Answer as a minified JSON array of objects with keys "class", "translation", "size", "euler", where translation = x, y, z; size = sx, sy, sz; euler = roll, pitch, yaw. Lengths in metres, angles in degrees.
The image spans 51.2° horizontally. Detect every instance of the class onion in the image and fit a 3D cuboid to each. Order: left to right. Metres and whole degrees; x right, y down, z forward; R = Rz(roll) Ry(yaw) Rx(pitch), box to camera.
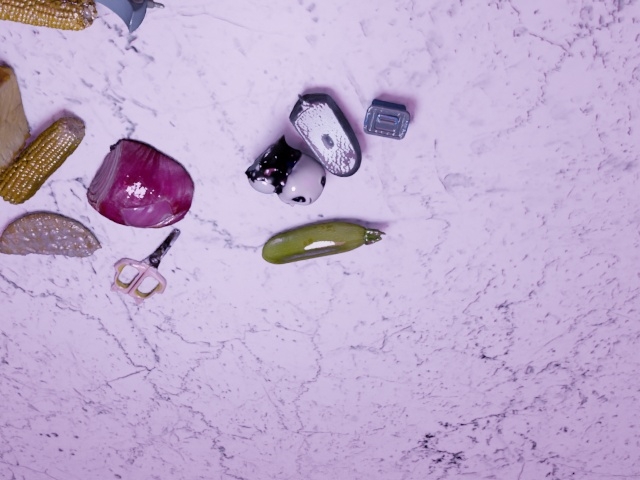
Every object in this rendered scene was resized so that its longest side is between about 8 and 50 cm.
[{"class":"onion","translation":[-0.452,-0.105,1.666],"size":[0.247,0.111,0.250],"euler":[31,123,-16]}]

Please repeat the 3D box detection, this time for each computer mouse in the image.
[{"class":"computer mouse","translation":[0.013,-0.247,1.534],"size":[0.113,0.068,0.229],"euler":[-28,112,16]}]

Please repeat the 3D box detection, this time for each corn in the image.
[{"class":"corn","translation":[-0.612,-0.491,1.376],"size":[0.293,0.106,0.106],"euler":[13,129,-4]},{"class":"corn","translation":[-0.690,-0.190,1.633],"size":[0.319,0.097,0.097],"euler":[-35,118,26]}]

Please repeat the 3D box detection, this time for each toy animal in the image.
[{"class":"toy animal","translation":[-0.073,-0.151,1.562],"size":[0.179,0.166,0.138],"euler":[32,88,-18]}]

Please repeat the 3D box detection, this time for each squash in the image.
[{"class":"squash","translation":[0.000,0.000,1.721],"size":[0.340,0.094,0.094],"euler":[-10,127,16]}]

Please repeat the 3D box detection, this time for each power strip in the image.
[{"class":"power strip","translation":[-0.435,-0.495,1.312],"size":[0.253,0.168,0.054],"euler":[17,135,-13]}]

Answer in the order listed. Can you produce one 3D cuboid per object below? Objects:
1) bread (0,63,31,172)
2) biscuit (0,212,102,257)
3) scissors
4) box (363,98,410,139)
[{"class":"bread","translation":[-0.827,-0.259,1.469],"size":[0.279,0.279,0.207],"euler":[6,128,4]},{"class":"biscuit","translation":[-0.738,-0.017,1.807],"size":[0.289,0.038,0.141],"euler":[2,128,1]},{"class":"scissors","translation":[-0.475,0.069,1.859],"size":[0.160,0.024,0.317],"euler":[32,124,-19]},{"class":"box","translation":[0.149,-0.277,1.504],"size":[0.099,0.054,0.074],"euler":[11,131,-3]}]
